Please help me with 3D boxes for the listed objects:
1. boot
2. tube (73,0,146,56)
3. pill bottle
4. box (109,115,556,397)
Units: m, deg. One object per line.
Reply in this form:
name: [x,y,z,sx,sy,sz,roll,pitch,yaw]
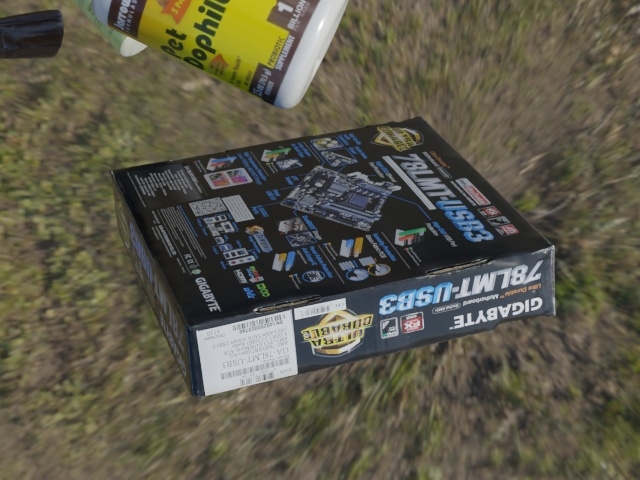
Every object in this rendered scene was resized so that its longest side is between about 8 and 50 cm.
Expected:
boot: [-0.282,-0.161,1.447,0.114,0.106,0.037,-12,60,-26]
tube: [-0.242,-0.280,1.556,0.070,0.062,0.240,-40,80,0]
pill bottle: [-0.093,-0.194,1.246,0.215,0.117,0.117,25,92,0]
box: [0.000,0.000,1.337,0.293,0.295,0.073,-11,118,-15]
